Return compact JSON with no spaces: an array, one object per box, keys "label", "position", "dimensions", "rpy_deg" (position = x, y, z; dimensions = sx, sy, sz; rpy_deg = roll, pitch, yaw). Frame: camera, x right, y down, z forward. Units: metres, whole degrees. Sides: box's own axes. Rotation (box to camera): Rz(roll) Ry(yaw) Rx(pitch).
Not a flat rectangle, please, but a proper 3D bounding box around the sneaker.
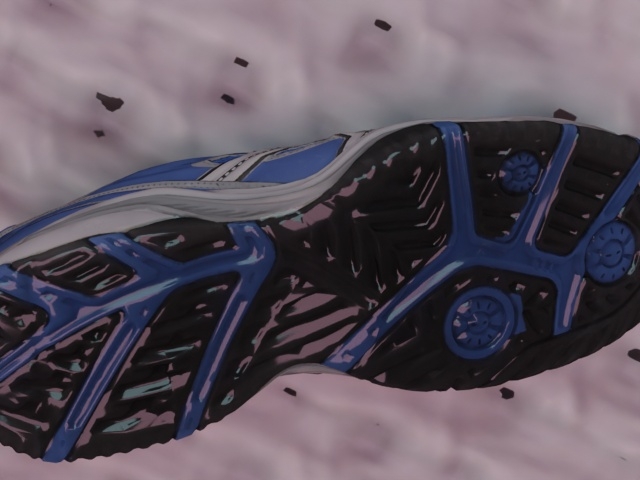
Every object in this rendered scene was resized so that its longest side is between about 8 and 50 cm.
[{"label":"sneaker","position":[0.000,0.000,0.479],"dimensions":[0.211,0.081,0.080],"rpy_deg":[-7,110,-12]}]
